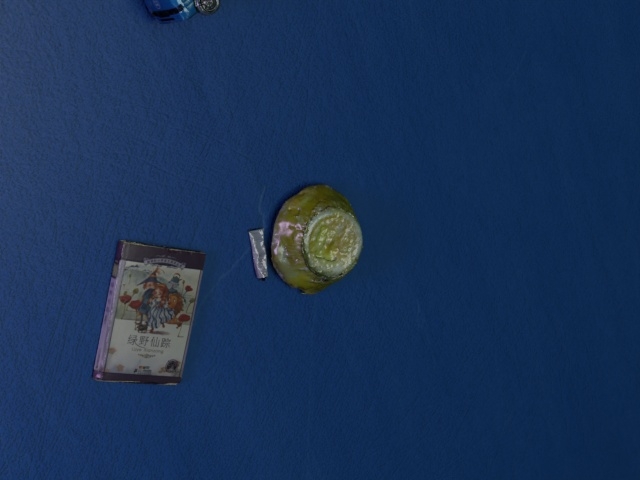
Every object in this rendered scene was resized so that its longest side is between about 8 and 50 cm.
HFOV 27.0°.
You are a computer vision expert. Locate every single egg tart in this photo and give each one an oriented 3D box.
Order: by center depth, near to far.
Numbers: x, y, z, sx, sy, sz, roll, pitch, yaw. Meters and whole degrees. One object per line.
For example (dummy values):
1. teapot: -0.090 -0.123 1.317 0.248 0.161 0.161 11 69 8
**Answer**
1. egg tart: 0.000 0.000 2.315 0.197 0.078 0.197 -6 101 -31

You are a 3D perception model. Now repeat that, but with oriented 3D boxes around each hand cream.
1. hand cream: -0.106 0.024 2.289 0.030 0.019 0.093 -13 100 -29

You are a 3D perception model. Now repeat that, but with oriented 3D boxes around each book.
1. book: -0.278 0.122 2.185 0.158 0.026 0.231 8 96 -35

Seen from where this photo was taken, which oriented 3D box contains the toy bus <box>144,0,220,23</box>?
1. toy bus: -0.176 -0.450 2.080 0.246 0.113 0.134 -45 116 -20
